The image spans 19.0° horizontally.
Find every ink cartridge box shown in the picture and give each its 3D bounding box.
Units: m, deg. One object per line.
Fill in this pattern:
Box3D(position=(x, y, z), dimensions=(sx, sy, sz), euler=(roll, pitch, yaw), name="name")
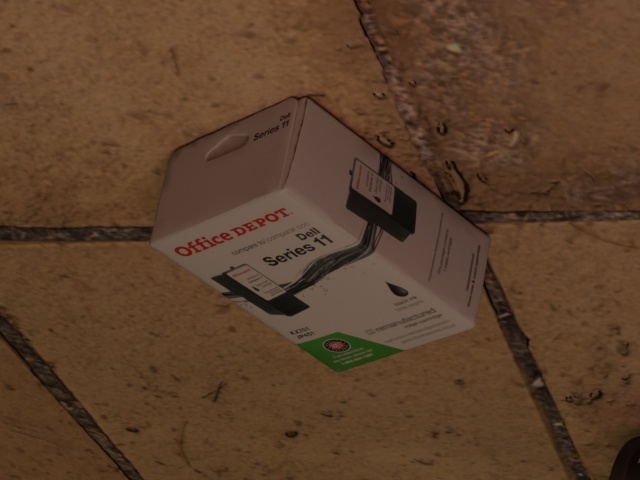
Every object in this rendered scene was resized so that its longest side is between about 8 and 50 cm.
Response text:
Box3D(position=(0.000, 0.000, 1.420), dimensions=(0.153, 0.087, 0.208), euler=(-22, 134, 42), name="ink cartridge box")

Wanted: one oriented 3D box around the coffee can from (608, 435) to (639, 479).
Box3D(position=(0.398, 0.248, 1.570), dimensions=(0.275, 0.201, 0.201), euler=(-10, 142, 31), name="coffee can")
